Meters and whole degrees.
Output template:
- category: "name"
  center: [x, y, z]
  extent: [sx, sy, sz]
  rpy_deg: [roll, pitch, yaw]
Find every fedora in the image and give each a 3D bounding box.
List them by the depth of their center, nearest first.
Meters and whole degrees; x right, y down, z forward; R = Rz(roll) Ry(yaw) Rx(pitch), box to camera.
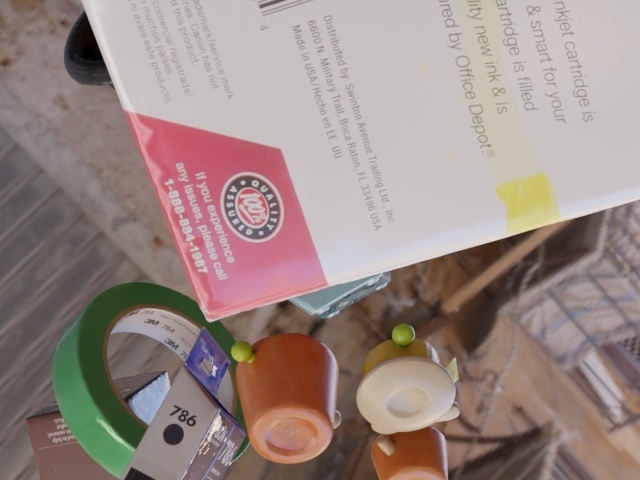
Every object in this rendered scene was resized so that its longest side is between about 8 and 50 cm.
- category: "fedora"
  center: [-0.285, -0.358, 1.976]
  extent: [0.334, 0.152, 0.334]
  rpy_deg: [-15, -133, 17]

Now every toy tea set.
- category: "toy tea set"
  center: [0.035, 0.201, 1.068]
  extent: [0.200, 0.336, 0.124]
  rpy_deg: [-9, -144, 1]

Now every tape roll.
- category: "tape roll"
  center: [-0.243, 0.217, 1.676]
  extent: [0.077, 0.321, 0.321]
  rpy_deg: [-40, -170, 33]

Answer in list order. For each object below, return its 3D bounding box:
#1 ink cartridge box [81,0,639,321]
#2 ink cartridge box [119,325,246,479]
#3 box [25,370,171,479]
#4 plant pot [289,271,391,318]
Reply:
- category: "ink cartridge box"
  center: [0.072, -0.147, 0.690]
  extent: [0.385, 0.279, 0.160]
  rpy_deg: [-15, -163, 8]
- category: "ink cartridge box"
  center: [-0.162, 0.264, 1.164]
  extent: [0.332, 0.065, 0.165]
  rpy_deg: [-63, 166, -14]
- category: "box"
  center: [-0.330, 0.319, 1.760]
  extent: [0.169, 0.166, 0.203]
  rpy_deg: [-12, -176, 13]
- category: "plant pot"
  center: [0.000, 0.000, 2.022]
  extent: [0.248, 0.252, 0.247]
  rpy_deg: [-31, 168, 6]
